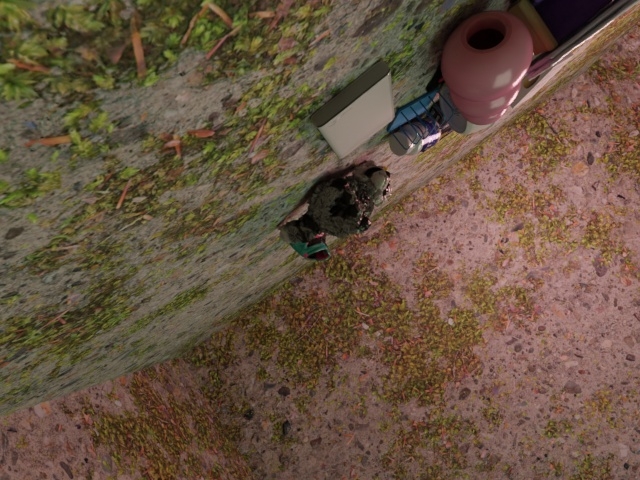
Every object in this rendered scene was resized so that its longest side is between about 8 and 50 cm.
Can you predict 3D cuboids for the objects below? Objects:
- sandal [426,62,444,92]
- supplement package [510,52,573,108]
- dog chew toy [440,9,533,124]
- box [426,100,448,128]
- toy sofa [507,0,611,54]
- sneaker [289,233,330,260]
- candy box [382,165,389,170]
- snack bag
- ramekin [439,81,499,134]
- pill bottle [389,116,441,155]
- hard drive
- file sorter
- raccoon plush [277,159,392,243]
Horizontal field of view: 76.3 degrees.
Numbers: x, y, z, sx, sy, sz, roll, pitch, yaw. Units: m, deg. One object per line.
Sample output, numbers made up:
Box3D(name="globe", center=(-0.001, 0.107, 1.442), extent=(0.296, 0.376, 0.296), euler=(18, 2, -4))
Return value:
Box3D(name="sandal", center=(0.361, -0.480, 1.176), extent=(0.067, 0.040, 0.179), euler=(-33, 171, -13))
Box3D(name="supplement package", center=(0.839, -0.675, 1.625), extent=(0.134, 0.139, 0.244), euler=(-33, 170, -19))
Box3D(name="dog chew toy", center=(0.427, -0.418, 1.058), extent=(0.207, 0.206, 0.332), euler=(-37, 154, 8))
Box3D(name="box", center=(0.527, -0.503, 1.590), extent=(0.295, 0.073, 0.293), euler=(-35, 172, -8))
Box3D(name="toy sofa", center=(0.673, -0.643, 0.996), extent=(0.362, 0.150, 0.177), euler=(-38, -170, 13))
Box3D(name="sneaker", center=(0.000, 0.000, 1.900), extent=(0.295, 0.178, 0.124), euler=(-29, 169, -36))
Box3D(name="candy box", center=(0.226, -0.247, 1.820), extent=(0.206, 0.027, 0.105), euler=(-47, 174, 15))
Box3D(name="snack bag", center=(0.698, -0.555, 1.113), extent=(0.323, 0.037, 0.342), euler=(-38, -176, 12))
Box3D(name="ramekin", center=(0.469, -0.439, 1.301), extent=(0.109, 0.207, 0.207), euler=(-26, 171, 0))
Box3D(name="pill bottle", center=(0.334, -0.365, 1.453), extent=(0.187, 0.112, 0.112), euler=(-29, 169, -36))
Box3D(name="hard drive", center=(0.097, -0.317, 1.052), extent=(0.203, 0.040, 0.307), euler=(-37, 172, 9))
Box3D(name="file sorter", center=(0.325, -0.389, 1.320), extent=(0.170, 0.104, 0.118), euler=(-33, 171, -17))
Box3D(name="raccoon plush", center=(0.060, -0.161, 1.542), extent=(0.446, 0.216, 0.299), euler=(-7, -155, 34))
